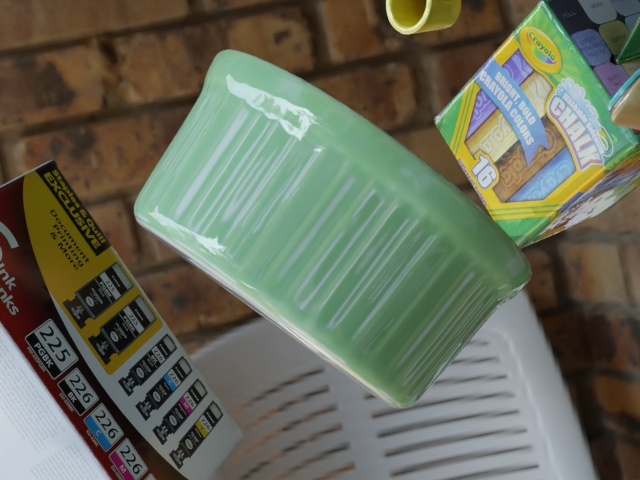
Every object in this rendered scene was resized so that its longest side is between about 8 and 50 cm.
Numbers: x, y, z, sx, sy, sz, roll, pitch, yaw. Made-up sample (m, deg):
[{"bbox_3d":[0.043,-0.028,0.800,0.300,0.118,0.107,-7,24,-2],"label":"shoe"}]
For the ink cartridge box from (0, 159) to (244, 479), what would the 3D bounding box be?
[{"bbox_3d":[-0.219,0.100,1.129,0.130,0.309,0.272,-31,7,23],"label":"ink cartridge box"}]

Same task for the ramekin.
[{"bbox_3d":[0.000,0.000,1.018,0.148,0.303,0.303,-54,10,-5],"label":"ramekin"}]

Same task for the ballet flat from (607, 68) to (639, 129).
[{"bbox_3d":[0.325,-0.133,1.117,0.232,0.073,0.080,-31,-20,-49],"label":"ballet flat"}]

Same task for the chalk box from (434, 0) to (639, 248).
[{"bbox_3d":[0.289,-0.149,1.339,0.180,0.179,0.289,-20,-16,-35],"label":"chalk box"}]

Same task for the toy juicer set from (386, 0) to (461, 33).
[{"bbox_3d":[0.084,-0.404,1.419,0.089,0.329,0.209,-4,-36,-41],"label":"toy juicer set"}]
